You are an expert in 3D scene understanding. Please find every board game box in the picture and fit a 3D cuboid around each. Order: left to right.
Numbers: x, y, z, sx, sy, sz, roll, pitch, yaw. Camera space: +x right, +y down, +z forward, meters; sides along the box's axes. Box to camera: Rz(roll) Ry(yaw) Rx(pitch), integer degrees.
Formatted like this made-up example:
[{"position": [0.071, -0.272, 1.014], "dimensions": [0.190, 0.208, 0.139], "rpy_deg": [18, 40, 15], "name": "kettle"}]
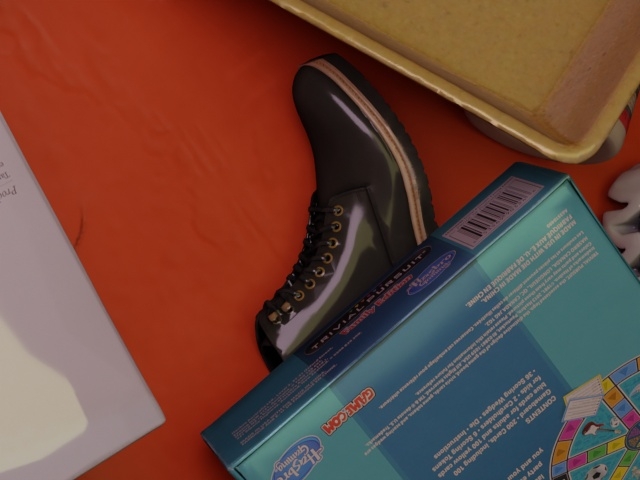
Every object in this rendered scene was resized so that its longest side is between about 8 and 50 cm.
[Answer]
[{"position": [0.131, 0.162, 1.029], "dimensions": [0.254, 0.079, 0.336], "rpy_deg": [-40, 108, -7], "name": "board game box"}]

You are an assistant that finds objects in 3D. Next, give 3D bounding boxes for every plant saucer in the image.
[{"position": [0.088, -0.232, 1.037], "dimensions": [0.333, 0.081, 0.333], "rpy_deg": [30, 70, 11], "name": "plant saucer"}]

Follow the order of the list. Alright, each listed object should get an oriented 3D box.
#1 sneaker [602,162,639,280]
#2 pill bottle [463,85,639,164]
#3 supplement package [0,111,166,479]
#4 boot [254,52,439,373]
[{"position": [0.269, 0.085, 1.135], "dimensions": [0.110, 0.118, 0.292], "rpy_deg": [-13, 92, -29], "name": "sneaker"}, {"position": [0.168, -0.151, 1.110], "dimensions": [0.108, 0.108, 0.180], "rpy_deg": [25, 75, -22], "name": "pill bottle"}, {"position": [-0.248, 0.026, 0.832], "dimensions": [0.199, 0.198, 0.262], "rpy_deg": [-31, 99, -27], "name": "supplement package"}, {"position": [0.000, 0.000, 1.034], "dimensions": [0.137, 0.077, 0.198], "rpy_deg": [-30, 97, -21], "name": "boot"}]
